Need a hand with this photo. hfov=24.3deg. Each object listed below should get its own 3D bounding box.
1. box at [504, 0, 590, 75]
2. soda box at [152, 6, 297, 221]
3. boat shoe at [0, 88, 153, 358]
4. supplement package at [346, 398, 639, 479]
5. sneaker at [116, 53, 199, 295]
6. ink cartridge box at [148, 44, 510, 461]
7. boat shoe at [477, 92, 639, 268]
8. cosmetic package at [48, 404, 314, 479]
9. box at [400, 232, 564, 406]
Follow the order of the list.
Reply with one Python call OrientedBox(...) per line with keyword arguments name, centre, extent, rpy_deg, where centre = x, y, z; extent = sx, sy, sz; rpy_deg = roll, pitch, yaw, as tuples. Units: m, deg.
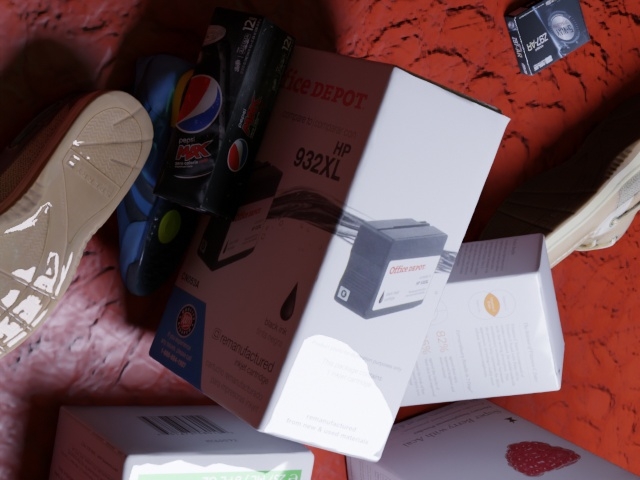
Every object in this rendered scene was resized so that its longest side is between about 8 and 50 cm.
OrientedBox(name="box", centre=(0.231, -0.216, 1.518), extent=(0.083, 0.018, 0.067), rpy_deg=(-31, 117, -22))
OrientedBox(name="soda box", centre=(-0.080, -0.106, 1.251), extent=(0.060, 0.053, 0.168), rpy_deg=(25, 82, -60))
OrientedBox(name="boat shoe", centre=(-0.251, -0.009, 1.228), extent=(0.103, 0.092, 0.285), rpy_deg=(42, 77, -33))
OrientedBox(name="supplement package", centre=(0.180, 0.295, 1.457), extent=(0.178, 0.293, 0.175), rpy_deg=(-16, 111, -28))
OrientedBox(name="sneaker", centre=(-0.150, -0.059, 1.297), extent=(0.069, 0.082, 0.209), rpy_deg=(-3, 107, -62))
OrientedBox(name="ink cartridge box", centre=(0.000, 0.000, 1.265), extent=(0.129, 0.223, 0.307), rpy_deg=(20, 92, -32))
OrientedBox(name="boat shoe", centre=(0.284, -0.036, 1.549), extent=(0.302, 0.109, 0.098), rpy_deg=(-42, 119, -23))
OrientedBox(name="cosmetic package", centre=(-0.150, 0.342, 1.350), extent=(0.197, 0.155, 0.365), rpy_deg=(3, 100, -34))
OrientedBox(name="box", centre=(0.141, 0.078, 1.444), extent=(0.171, 0.091, 0.130), rpy_deg=(-7, 113, 15))
